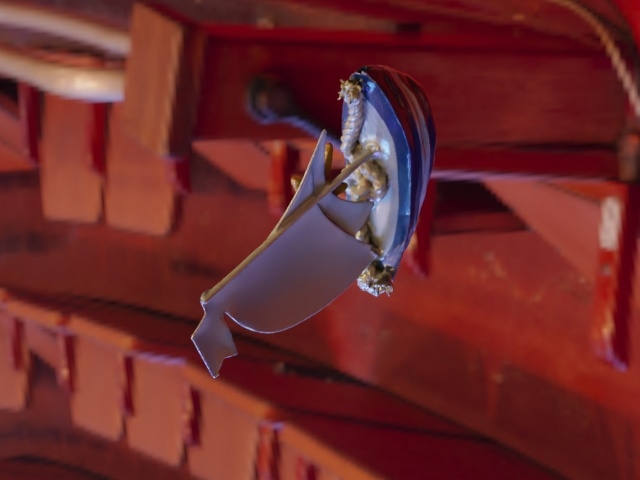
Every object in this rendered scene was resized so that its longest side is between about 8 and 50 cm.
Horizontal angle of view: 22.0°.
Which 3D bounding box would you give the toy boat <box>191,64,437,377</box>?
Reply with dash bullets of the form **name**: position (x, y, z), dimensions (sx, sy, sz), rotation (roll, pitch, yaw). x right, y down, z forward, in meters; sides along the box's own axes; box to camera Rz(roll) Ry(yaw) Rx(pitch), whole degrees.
- **toy boat**: position (0.000, 0.000, 1.270), dimensions (0.067, 0.291, 0.220), rotation (19, 135, 26)
